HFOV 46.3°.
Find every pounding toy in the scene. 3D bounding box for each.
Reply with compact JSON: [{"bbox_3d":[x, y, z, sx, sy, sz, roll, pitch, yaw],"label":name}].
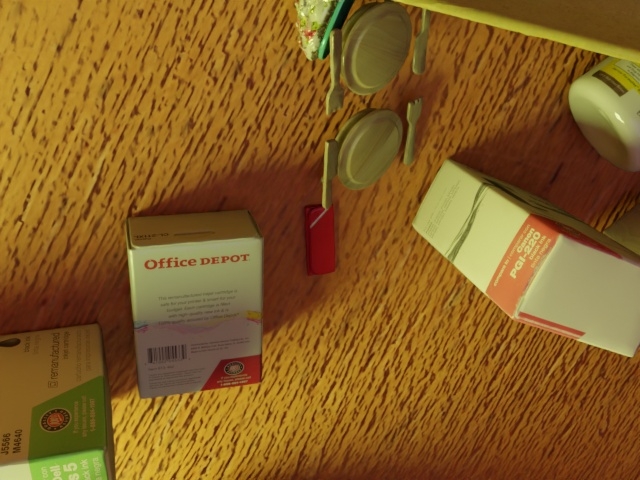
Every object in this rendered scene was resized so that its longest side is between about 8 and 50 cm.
[{"bbox_3d":[0.405,0.004,0.875,0.100,0.141,0.130,-39,136,4],"label":"pounding toy"}]

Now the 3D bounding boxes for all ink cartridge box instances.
[{"bbox_3d":[-0.126,0.063,0.757,0.127,0.072,0.175,-4,118,-15],"label":"ink cartridge box"},{"bbox_3d":[0.214,0.010,0.754,0.158,0.218,0.092,18,104,-25],"label":"ink cartridge box"},{"bbox_3d":[-0.332,0.190,0.683,0.272,0.198,0.115,-7,118,-15],"label":"ink cartridge box"}]

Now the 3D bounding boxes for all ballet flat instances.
[{"bbox_3d":[0.026,-0.275,0.637,0.077,0.091,0.241,30,102,3],"label":"ballet flat"}]

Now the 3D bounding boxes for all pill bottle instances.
[{"bbox_3d":[0.375,-0.174,0.768,0.215,0.117,0.117,-35,121,3],"label":"pill bottle"}]

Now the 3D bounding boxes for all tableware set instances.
[{"bbox_3d":[0.042,-0.137,0.711,0.128,0.039,0.194,-29,139,-31],"label":"tableware set"}]

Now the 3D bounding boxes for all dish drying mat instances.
[{"bbox_3d":[0.000,0.000,0.802,0.032,0.008,0.083,-10,119,-14],"label":"dish drying mat"}]

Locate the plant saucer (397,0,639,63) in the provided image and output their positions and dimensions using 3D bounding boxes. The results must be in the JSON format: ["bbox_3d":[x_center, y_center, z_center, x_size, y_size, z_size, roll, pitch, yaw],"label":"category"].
[{"bbox_3d":[0.229,-0.312,0.541,0.332,0.081,0.333,17,115,7],"label":"plant saucer"}]
